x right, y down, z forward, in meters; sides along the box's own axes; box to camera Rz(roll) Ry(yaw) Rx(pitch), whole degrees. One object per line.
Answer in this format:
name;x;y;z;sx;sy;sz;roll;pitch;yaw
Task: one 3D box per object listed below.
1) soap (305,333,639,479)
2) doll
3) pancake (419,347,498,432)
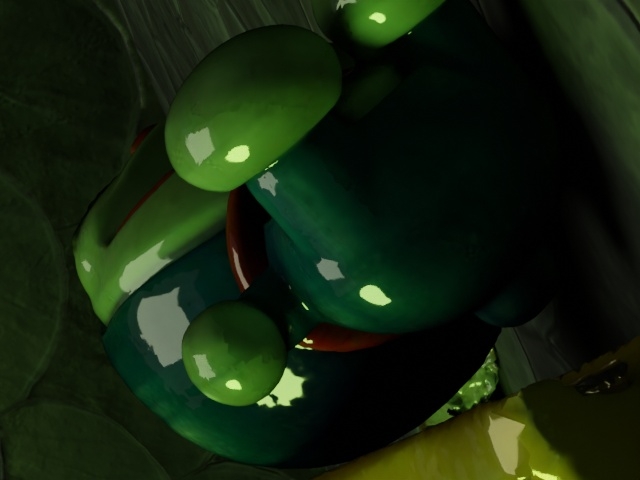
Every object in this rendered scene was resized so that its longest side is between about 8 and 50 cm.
soap;0.072;0.173;0.752;0.324;0.096;0.204;-37;74;58
doll;0.001;-0.001;0.791;0.186;0.198;0.322;47;164;-2
pancake;0.128;0.197;1.147;0.197;0.054;0.376;-121;7;-53
